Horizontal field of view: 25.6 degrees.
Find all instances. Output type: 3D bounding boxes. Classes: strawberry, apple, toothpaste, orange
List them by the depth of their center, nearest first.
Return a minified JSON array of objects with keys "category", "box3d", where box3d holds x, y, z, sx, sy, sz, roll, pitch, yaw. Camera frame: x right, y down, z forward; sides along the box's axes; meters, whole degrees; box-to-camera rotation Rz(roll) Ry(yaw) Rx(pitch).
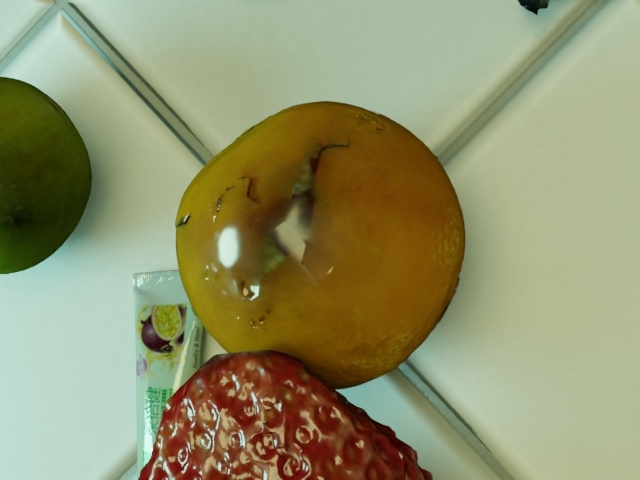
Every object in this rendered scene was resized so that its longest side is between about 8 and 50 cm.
[{"category":"strawberry","box3d":[-0.018,0.256,1.153,0.291,0.292,0.310,1,79,16]},{"category":"orange","box3d":[0.000,0.000,1.191,0.246,0.246,0.246,-2,82,15]},{"category":"toothpaste","box3d":[-0.141,0.183,1.311,0.058,0.056,0.314,4,77,-24]},{"category":"apple","box3d":[-0.303,-0.065,1.319,0.157,0.196,0.196,-39,73,-16]}]

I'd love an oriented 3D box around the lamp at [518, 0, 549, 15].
[{"category":"lamp","box3d":[0.294,-0.279,1.178,0.283,0.203,0.125,-17,97,9]}]
